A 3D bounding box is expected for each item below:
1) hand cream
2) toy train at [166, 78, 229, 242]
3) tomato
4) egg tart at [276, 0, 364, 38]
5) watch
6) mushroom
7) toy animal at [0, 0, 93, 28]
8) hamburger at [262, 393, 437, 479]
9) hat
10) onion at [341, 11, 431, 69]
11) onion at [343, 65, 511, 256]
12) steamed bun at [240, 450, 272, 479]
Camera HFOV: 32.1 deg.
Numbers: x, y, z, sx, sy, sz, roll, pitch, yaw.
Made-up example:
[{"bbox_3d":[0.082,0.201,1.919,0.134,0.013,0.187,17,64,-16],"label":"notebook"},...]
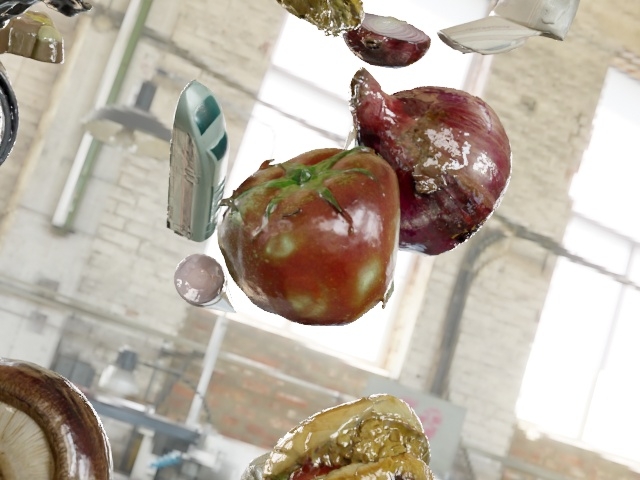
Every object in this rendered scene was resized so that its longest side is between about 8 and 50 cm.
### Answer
[{"bbox_3d":[-0.191,0.076,1.871,0.133,0.083,0.248,43,-6,1],"label":"hand cream"},{"bbox_3d":[-0.208,-0.129,1.936,0.088,0.086,0.407,32,-28,9],"label":"toy train"},{"bbox_3d":[0.000,0.000,1.711,0.303,0.303,0.239,9,-55,40],"label":"tomato"},{"bbox_3d":[-0.032,-0.456,1.797,0.288,0.118,0.288,38,-7,6],"label":"egg tart"},{"bbox_3d":[-0.627,-0.243,1.884,0.335,0.327,0.314,8,18,-24],"label":"watch"},{"bbox_3d":[-0.274,0.210,1.033,0.231,0.194,0.138,56,8,16],"label":"mushroom"},{"bbox_3d":[-0.272,-0.276,1.049,0.146,0.245,0.114,-4,-40,32],"label":"toy animal"},{"bbox_3d":[0.035,0.316,1.402,0.244,0.163,0.244,-14,-38,-11],"label":"hamburger"},{"bbox_3d":[0.315,-0.393,1.901,0.226,0.164,0.219,6,10,-6],"label":"hat"},{"bbox_3d":[0.139,-0.439,2.522,0.206,0.151,0.098,23,-53,14],"label":"onion"},{"bbox_3d":[0.158,-0.170,2.059,0.348,0.348,0.385,5,-35,49],"label":"onion"},{"bbox_3d":[0.007,0.509,2.040,0.310,0.324,0.219,-8,13,27],"label":"steamed bun"}]
